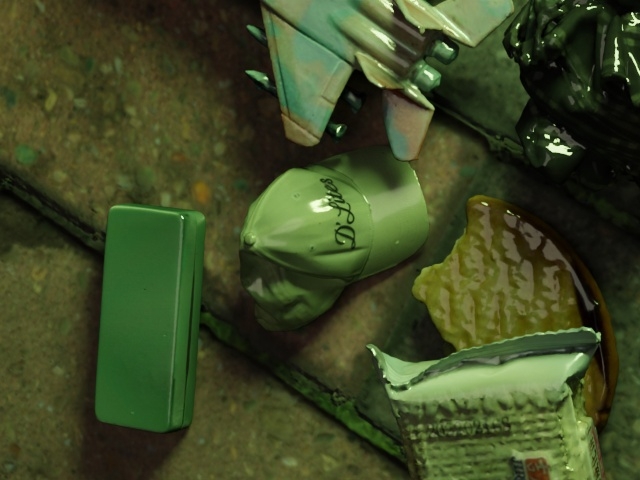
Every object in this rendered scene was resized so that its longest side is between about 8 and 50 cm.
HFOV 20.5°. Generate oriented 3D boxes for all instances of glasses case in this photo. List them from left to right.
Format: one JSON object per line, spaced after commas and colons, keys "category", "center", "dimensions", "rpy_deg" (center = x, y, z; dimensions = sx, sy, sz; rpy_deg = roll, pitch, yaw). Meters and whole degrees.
{"category": "glasses case", "center": [-0.141, 0.064, 1.460], "dimensions": [0.078, 0.039, 0.184], "rpy_deg": [7, 97, 25]}

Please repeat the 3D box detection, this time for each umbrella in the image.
{"category": "umbrella", "center": [0.229, -0.183, 1.187], "dimensions": [0.154, 0.128, 0.336], "rpy_deg": [32, 125, 13]}

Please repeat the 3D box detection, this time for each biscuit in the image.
{"category": "biscuit", "center": [0.139, 0.093, 1.337], "dimensions": [0.176, 0.031, 0.228], "rpy_deg": [27, 106, 22]}
{"category": "biscuit", "center": [0.148, 0.206, 1.286], "dimensions": [0.186, 0.079, 0.309], "rpy_deg": [-5, 106, 24]}

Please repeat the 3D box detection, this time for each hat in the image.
{"category": "hat", "center": [0.006, -0.002, 1.373], "dimensions": [0.166, 0.081, 0.122], "rpy_deg": [-18, 88, 15]}

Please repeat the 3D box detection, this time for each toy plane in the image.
{"category": "toy plane", "center": [-0.016, -0.210, 1.353], "dimensions": [0.326, 0.104, 0.223], "rpy_deg": [40, 108, 22]}
